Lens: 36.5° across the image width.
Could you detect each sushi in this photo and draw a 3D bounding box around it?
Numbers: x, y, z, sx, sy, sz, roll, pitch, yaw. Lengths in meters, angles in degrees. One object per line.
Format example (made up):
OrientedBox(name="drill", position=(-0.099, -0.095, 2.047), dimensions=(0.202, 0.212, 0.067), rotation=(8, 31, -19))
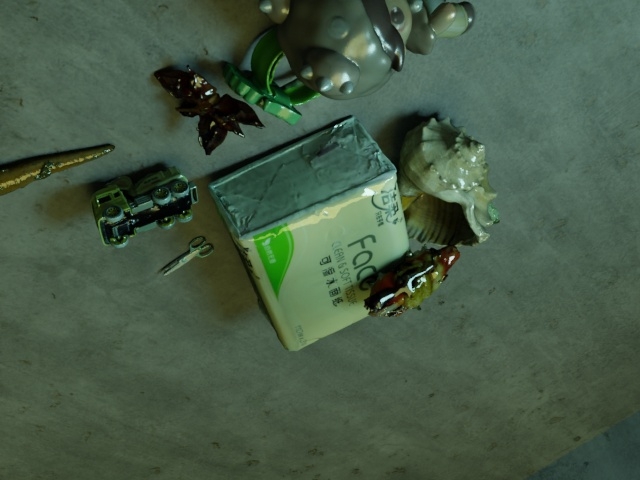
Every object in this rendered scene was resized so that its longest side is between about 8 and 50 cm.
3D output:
OrientedBox(name="sushi", position=(0.180, 0.082, 1.922), dimensions=(0.226, 0.103, 0.097), rotation=(-31, 117, -9))

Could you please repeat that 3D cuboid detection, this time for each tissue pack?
OrientedBox(name="tissue pack", position=(0.000, 0.000, 1.945), dimensions=(0.332, 0.205, 0.405), rotation=(-26, 143, -6))

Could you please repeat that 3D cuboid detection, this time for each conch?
OrientedBox(name="conch", position=(0.256, -0.108, 1.948), dimensions=(0.186, 0.263, 0.324), rotation=(-26, 174, -17))

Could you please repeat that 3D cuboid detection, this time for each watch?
OrientedBox(name="watch", position=(-0.063, -0.291, 1.652), dimensions=(0.165, 0.131, 0.152), rotation=(25, 110, -43))

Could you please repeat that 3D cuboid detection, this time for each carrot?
OrientedBox(name="carrot", position=(-0.481, -0.126, 1.689), dimensions=(0.254, 0.049, 0.049), rotation=(-19, 141, -13))

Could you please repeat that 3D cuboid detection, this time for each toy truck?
OrientedBox(name="toy truck", position=(-0.326, -0.075, 1.767), dimensions=(0.191, 0.116, 0.085), rotation=(-23, 142, -17))

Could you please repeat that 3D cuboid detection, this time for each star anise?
OrientedBox(name="star anise", position=(-0.194, -0.218, 1.657), dimensions=(0.053, 0.212, 0.157), rotation=(-55, 178, -32))

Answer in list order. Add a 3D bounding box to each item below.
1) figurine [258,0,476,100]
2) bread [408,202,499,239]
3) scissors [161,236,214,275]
OrientedBox(name="figurine", position=(0.081, -0.352, 1.559), dimensions=(0.380, 0.248, 0.203), rotation=(-20, 165, -37))
OrientedBox(name="bread", position=(0.282, -0.047, 2.106), dimensions=(0.232, 0.064, 0.172), rotation=(-12, -179, -8))
OrientedBox(name="scissors", position=(-0.278, 0.036, 1.996), dimensions=(0.119, 0.014, 0.058), rotation=(-33, 136, 6))
